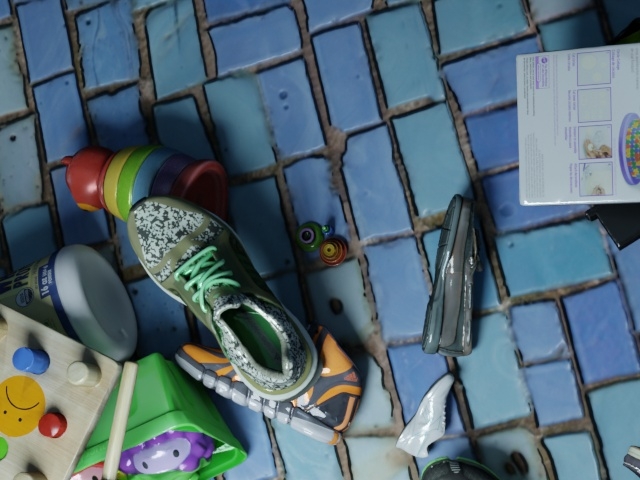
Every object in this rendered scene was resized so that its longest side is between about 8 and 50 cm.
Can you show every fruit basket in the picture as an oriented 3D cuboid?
[{"bbox_3d":[-0.308,0.426,1.900,0.392,0.283,0.392,-10,63,19],"label":"fruit basket"}]

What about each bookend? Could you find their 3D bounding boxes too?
[{"bbox_3d":[0.529,-0.020,1.814,0.156,0.072,0.157,-34,76,9],"label":"bookend"}]

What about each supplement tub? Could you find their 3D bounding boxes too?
[{"bbox_3d":[-0.504,0.165,1.992,0.316,0.228,0.228,-25,76,11],"label":"supplement tub"}]

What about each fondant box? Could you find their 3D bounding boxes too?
[{"bbox_3d":[0.471,-0.175,1.743,0.330,0.096,0.238,-1,89,26],"label":"fondant box"}]

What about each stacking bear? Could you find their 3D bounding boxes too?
[{"bbox_3d":[-0.323,-0.093,2.024,0.289,0.175,0.164,14,88,24],"label":"stacking bear"}]

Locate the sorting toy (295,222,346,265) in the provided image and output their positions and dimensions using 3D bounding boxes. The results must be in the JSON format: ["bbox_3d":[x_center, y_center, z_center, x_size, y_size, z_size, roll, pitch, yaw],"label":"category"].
[{"bbox_3d":[0.000,0.000,1.973,0.102,0.042,0.061,30,91,18],"label":"sorting toy"}]

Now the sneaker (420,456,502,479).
[{"bbox_3d":[0.243,0.569,1.740,0.185,0.202,0.483,-11,79,13],"label":"sneaker"}]

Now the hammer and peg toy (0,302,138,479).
[{"bbox_3d":[-0.413,0.270,1.761,0.361,0.127,0.266,22,84,18],"label":"hammer and peg toy"}]

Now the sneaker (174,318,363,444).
[{"bbox_3d":[-0.076,0.203,1.937,0.321,0.124,0.180,24,85,7],"label":"sneaker"}]

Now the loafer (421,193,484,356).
[{"bbox_3d":[0.230,0.060,1.888,0.084,0.096,0.267,11,92,-3],"label":"loafer"}]

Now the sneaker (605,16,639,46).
[{"bbox_3d":[0.544,-0.333,1.852,0.188,0.078,0.067,-26,76,10],"label":"sneaker"}]

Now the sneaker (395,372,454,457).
[{"bbox_3d":[0.184,0.287,1.881,0.061,0.053,0.152,31,97,8],"label":"sneaker"}]

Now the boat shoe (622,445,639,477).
[{"bbox_3d":[0.566,0.425,1.727,0.285,0.103,0.092,39,89,11],"label":"boat shoe"}]

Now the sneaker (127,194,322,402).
[{"bbox_3d":[-0.151,0.078,1.799,0.158,0.182,0.410,-43,85,-5],"label":"sneaker"}]
